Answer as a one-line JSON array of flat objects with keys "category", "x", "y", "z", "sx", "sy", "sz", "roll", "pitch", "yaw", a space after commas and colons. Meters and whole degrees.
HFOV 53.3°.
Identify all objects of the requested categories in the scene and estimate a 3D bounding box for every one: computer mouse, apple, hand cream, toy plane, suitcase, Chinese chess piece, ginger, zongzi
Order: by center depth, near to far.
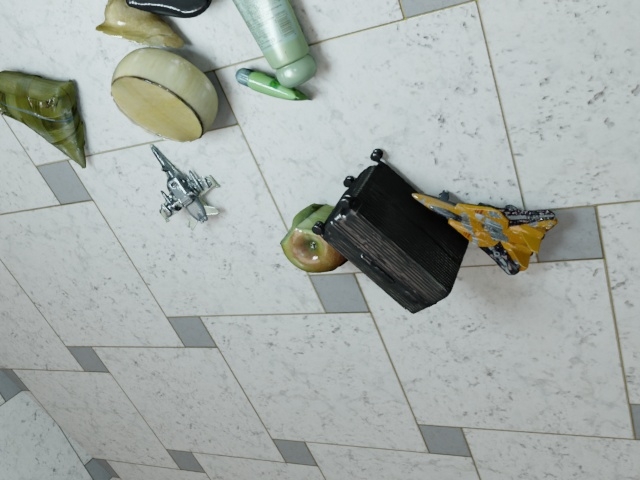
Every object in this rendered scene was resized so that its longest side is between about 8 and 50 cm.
[{"category": "hand cream", "x": -0.111, "y": -0.478, "z": 1.367, "sx": 0.147, "sy": 0.093, "sz": 0.305, "roll": -13, "pitch": 118, "yaw": 33}, {"category": "computer mouse", "x": -0.333, "y": -0.559, "z": 1.409, "sx": 0.217, "sy": 0.073, "sz": 0.121, "roll": 14, "pitch": 101, "yaw": 5}, {"category": "hand cream", "x": -0.112, "y": -0.358, "z": 1.478, "sx": 0.175, "sy": 0.095, "sz": 0.045, "roll": 21, "pitch": 103, "yaw": 13}, {"category": "ginger", "x": -0.407, "y": -0.517, "z": 1.483, "sx": 0.193, "sy": 0.115, "sz": 0.122, "roll": 13, "pitch": 103, "yaw": -12}, {"category": "toy plane", "x": 0.365, "y": -0.050, "z": 1.487, "sx": 0.316, "sy": 0.103, "sz": 0.204, "roll": 29, "pitch": 132, "yaw": 11}, {"category": "suitcase", "x": 0.177, "y": -0.015, "z": 1.506, "sx": 0.335, "sy": 0.229, "sz": 0.152, "roll": 40, "pitch": 136, "yaw": -8}, {"category": "Chinese chess piece", "x": -0.376, "y": -0.347, "z": 1.541, "sx": 0.258, "sy": 0.104, "sz": 0.257, "roll": 17, "pitch": 155, "yaw": 8}, {"category": "apple", "x": 0.000, "y": 0.000, "z": 1.640, "sx": 0.207, "sy": 0.188, "sz": 0.173, "roll": 0, "pitch": 122, "yaw": 23}, {"category": "toy plane", "x": -0.400, "y": -0.156, "z": 1.778, "sx": 0.192, "sy": 0.088, "sz": 0.262, "roll": -34, "pitch": 106, "yaw": 12}, {"category": "zongzi", "x": -0.791, "y": -0.337, "z": 1.800, "sx": 0.251, "sy": 0.125, "sz": 0.274, "roll": 17, "pitch": 138, "yaw": 12}]
